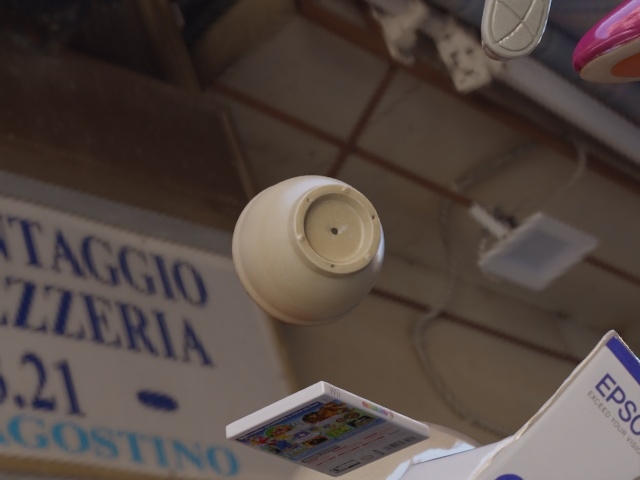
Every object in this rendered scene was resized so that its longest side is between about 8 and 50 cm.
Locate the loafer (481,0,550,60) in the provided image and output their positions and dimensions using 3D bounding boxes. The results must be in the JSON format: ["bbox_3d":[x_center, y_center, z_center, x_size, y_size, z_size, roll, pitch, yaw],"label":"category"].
[{"bbox_3d":[0.113,-0.157,0.818,0.045,0.125,0.039,20,-3,-8],"label":"loafer"}]

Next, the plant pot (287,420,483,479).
[{"bbox_3d":[0.054,0.283,1.226,0.257,0.256,0.274,-25,-6,7],"label":"plant pot"}]

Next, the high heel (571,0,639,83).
[{"bbox_3d":[0.364,-0.279,1.374,0.377,0.181,0.127,-25,-17,-13],"label":"high heel"}]

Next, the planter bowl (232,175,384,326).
[{"bbox_3d":[0.000,0.000,1.577,0.162,0.162,0.109,-6,-13,-22],"label":"planter bowl"}]

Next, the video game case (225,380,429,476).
[{"bbox_3d":[0.006,0.133,1.043,0.087,0.011,0.122,-28,-35,29],"label":"video game case"}]

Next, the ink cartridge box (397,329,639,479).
[{"bbox_3d":[0.032,0.222,0.580,0.371,0.175,0.069,-44,15,-13],"label":"ink cartridge box"}]
